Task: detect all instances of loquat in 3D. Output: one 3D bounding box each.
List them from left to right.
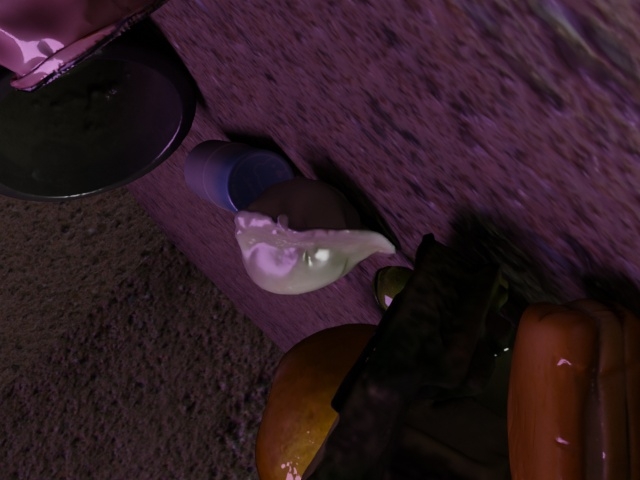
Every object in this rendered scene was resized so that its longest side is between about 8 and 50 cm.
[{"bbox_3d":[0.059,0.227,1.568,0.275,0.275,0.275,46,172,8],"label":"loquat"}]

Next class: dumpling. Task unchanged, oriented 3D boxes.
[{"bbox_3d":[0.001,-0.003,1.277,0.155,0.181,0.111,10,116,25],"label":"dumpling"}]

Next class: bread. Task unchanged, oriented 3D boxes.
[{"bbox_3d":[0.161,0.135,0.828,0.116,0.077,0.200,-161,70,-80],"label":"bread"}]

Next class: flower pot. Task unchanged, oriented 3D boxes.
[{"bbox_3d":[-0.289,-0.184,1.516,0.269,0.269,0.166,61,-173,-60],"label":"flower pot"}]

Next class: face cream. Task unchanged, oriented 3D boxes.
[{"bbox_3d":[-0.094,-0.071,1.484,0.077,0.077,0.250,49,173,-16],"label":"face cream"}]

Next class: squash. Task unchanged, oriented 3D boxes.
[{"bbox_3d":[0.121,0.091,1.252,0.183,0.052,0.052,45,172,5],"label":"squash"}]

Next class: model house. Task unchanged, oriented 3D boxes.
[{"bbox_3d":[0.117,0.188,0.976,0.266,0.321,0.261,31,155,3],"label":"model house"}]

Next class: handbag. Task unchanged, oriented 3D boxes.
[{"bbox_3d":[-0.225,-0.213,1.140,0.116,0.179,0.205,56,169,-13],"label":"handbag"}]

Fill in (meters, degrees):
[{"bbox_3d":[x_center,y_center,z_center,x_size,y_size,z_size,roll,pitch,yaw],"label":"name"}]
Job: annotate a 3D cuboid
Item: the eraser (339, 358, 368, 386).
[{"bbox_3d":[0.134,0.183,1.356,0.210,0.124,0.068,47,171,-2],"label":"eraser"}]
